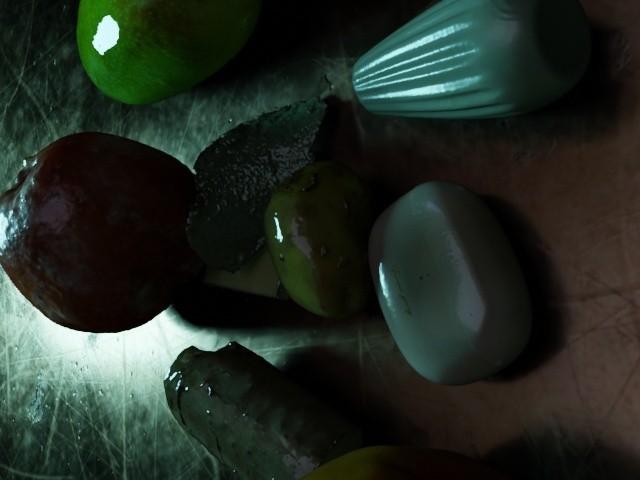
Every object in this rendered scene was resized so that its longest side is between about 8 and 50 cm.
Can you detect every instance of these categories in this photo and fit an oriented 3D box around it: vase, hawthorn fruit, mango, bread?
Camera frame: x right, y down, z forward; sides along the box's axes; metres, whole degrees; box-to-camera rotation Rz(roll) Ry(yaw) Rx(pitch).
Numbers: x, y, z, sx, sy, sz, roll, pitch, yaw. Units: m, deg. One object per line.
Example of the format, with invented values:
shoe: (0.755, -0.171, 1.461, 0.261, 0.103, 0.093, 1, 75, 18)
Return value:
vase: (0.133, -0.177, 0.773, 0.248, 0.128, 0.128, -4, 81, 51)
hawthorn fruit: (-0.281, -0.009, 1.036, 0.284, 0.284, 0.284, -8, 78, 41)
mango: (-0.219, -0.311, 1.060, 0.382, 0.201, 0.225, -15, 95, 50)
bread: (-0.093, 0.034, 1.002, 0.153, 0.028, 0.068, 6, 86, 43)

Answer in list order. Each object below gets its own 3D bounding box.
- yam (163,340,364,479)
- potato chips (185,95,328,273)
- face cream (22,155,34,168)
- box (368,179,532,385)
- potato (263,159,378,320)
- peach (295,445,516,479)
yam: (-0.065, 0.212, 0.886, 0.238, 0.128, 0.129, 27, 68, 36)
potato chips: (-0.077, -0.073, 0.961, 0.167, 0.059, 0.228, 7, 77, 15)
face cream: (-0.483, -0.056, 1.351, 0.072, 0.051, 0.182, -25, 68, 38)
box: (0.123, 0.040, 0.766, 0.146, 0.088, 0.200, -36, 62, 34)
potato: (0.000, 0.000, 0.857, 0.137, 0.137, 0.176, -21, 59, 38)
peach: (0.064, 0.323, 0.610, 0.343, 0.343, 0.302, 39, 112, 38)
